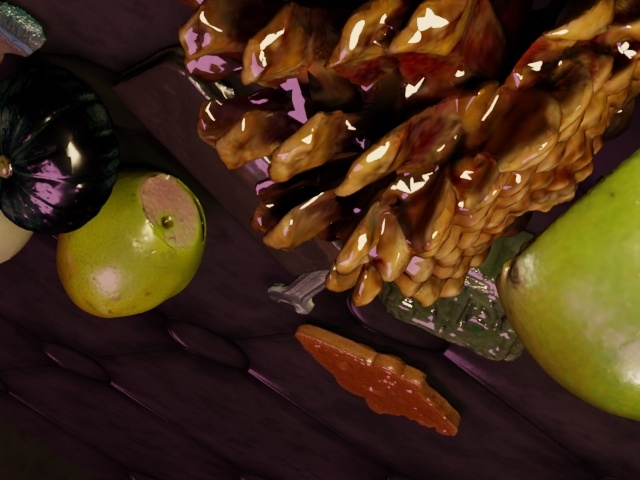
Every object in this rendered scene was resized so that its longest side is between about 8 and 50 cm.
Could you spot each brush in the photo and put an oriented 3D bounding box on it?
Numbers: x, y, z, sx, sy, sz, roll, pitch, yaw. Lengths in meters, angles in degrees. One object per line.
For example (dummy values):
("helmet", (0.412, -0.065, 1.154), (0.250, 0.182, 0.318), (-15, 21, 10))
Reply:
("brush", (-0.366, -0.224, 1.671), (0.070, 0.021, 0.196), (35, 155, -16))

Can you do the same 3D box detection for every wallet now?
("wallet", (-0.093, -0.079, 1.606), (0.309, 0.042, 0.165), (48, 154, -18))

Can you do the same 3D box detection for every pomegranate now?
("pomegranate", (0.309, 0.008, 1.072), (0.216, 0.309, 0.358), (55, 160, 6))

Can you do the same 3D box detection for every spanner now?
("spanner", (0.005, 0.038, 1.742), (0.071, 0.017, 0.302), (29, 156, -8))

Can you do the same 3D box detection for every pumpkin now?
("pumpkin", (-0.316, -0.103, 1.682), (0.194, 0.150, 0.194), (46, 149, 39))

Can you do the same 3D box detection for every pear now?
("pear", (-0.245, 0.010, 1.812), (0.187, 0.187, 0.219), (38, 129, -26))

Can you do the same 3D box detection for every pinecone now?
("pinecone", (0.053, -0.157, 1.048), (0.384, 0.384, 0.384), (22, 156, 10))

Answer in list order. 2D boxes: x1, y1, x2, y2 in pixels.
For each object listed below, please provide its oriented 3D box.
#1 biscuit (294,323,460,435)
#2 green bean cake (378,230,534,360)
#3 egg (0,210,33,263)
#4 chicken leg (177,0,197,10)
("biscuit", (0.083, 0.195, 2.060), (0.280, 0.043, 0.183), (36, 152, -10))
("green bean cake", (0.163, 0.043, 1.611), (0.183, 0.094, 0.185), (25, 152, 5))
("egg", (-0.459, -0.065, 1.850), (0.219, 0.219, 0.269), (30, 173, -10))
("chicken leg", (-0.148, -0.260, 1.218), (0.322, 0.083, 0.177), (38, 161, 25))
